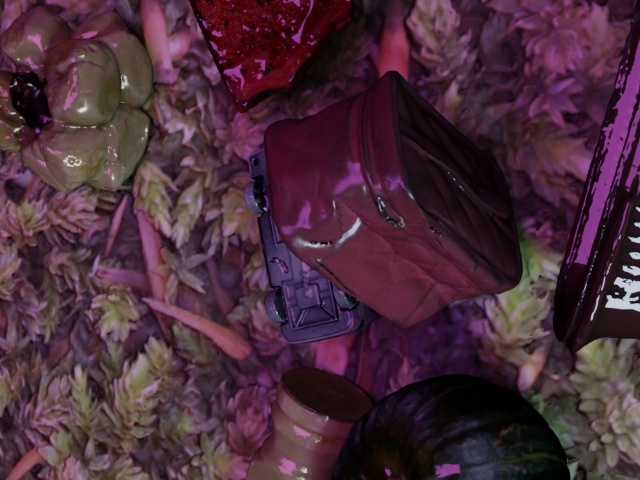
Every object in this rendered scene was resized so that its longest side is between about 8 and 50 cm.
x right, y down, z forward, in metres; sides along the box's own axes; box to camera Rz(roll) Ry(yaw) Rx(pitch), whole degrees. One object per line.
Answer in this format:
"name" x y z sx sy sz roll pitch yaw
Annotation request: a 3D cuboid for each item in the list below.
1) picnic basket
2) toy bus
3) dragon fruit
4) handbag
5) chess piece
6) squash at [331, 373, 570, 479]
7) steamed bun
"picnic basket" 0.270 -0.053 0.851 0.129 0.222 0.296 16 99 5
"toy bus" 0.000 0.000 1.046 0.087 0.098 0.178 -15 81 27
"dragon fruit" -0.065 -0.243 1.053 0.189 0.163 0.261 -36 76 60
"handbag" 0.066 -0.029 0.936 0.135 0.225 0.146 -23 53 25
"chess piece" -0.027 0.222 1.079 0.090 0.090 0.200 32 112 24
"squash" 0.102 0.217 0.948 0.218 0.172 0.218 -1 88 28
"steamed bun" -0.263 -0.149 1.178 0.177 0.106 0.192 28 103 24
